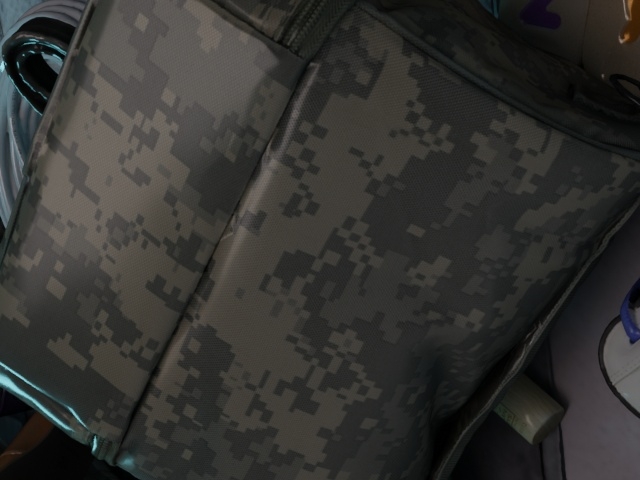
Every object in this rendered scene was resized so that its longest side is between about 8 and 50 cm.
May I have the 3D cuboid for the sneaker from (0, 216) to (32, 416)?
[{"bbox_3d":[-0.329,0.034,0.986,0.107,0.124,0.283,-13,92,47],"label":"sneaker"}]

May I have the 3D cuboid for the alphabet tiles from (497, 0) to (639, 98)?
[{"bbox_3d":[0.171,-0.203,0.471,0.284,0.021,0.278,24,120,40],"label":"alphabet tiles"}]

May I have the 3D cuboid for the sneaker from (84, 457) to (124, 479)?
[{"bbox_3d":[-0.234,0.272,0.950,0.229,0.132,0.086,19,114,42],"label":"sneaker"}]

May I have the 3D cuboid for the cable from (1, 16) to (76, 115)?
[{"bbox_3d":[-0.093,-0.030,0.676,0.139,0.072,0.287,-11,132,39],"label":"cable"}]

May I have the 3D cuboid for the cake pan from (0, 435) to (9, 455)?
[{"bbox_3d":[-0.416,0.300,1.145,0.293,0.054,0.293,18,126,27],"label":"cake pan"}]

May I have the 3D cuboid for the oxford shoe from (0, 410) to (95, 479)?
[{"bbox_3d":[-0.261,0.207,0.927,0.076,0.212,0.076,1,133,49],"label":"oxford shoe"}]

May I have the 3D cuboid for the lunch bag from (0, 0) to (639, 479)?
[{"bbox_3d":[0.000,0.000,0.526,0.256,0.212,0.305,33,115,7],"label":"lunch bag"}]

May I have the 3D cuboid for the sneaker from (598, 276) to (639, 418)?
[{"bbox_3d":[0.196,0.005,0.416,0.182,0.127,0.315,-3,107,46],"label":"sneaker"}]

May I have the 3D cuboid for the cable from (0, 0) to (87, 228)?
[{"bbox_3d":[-0.190,-0.073,0.838,0.257,0.089,0.257,38,127,34],"label":"cable"}]

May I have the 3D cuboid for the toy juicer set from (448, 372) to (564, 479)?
[{"bbox_3d":[0.061,0.180,0.647,0.209,0.089,0.329,20,115,42],"label":"toy juicer set"}]
